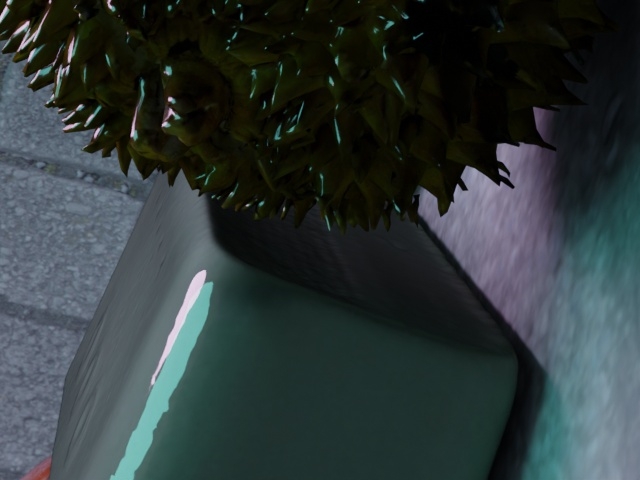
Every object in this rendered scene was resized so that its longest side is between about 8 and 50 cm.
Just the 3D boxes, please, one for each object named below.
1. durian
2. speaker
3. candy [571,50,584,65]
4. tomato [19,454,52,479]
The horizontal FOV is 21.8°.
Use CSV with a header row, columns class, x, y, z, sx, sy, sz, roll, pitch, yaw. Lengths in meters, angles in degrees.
class,x,y,z,sx,sy,sz,roll,pitch,yaw
durian,-0.008,-0.203,0.712,0.347,0.347,0.384,129,162,-68
speaker,-0.029,0.071,0.872,0.406,0.183,0.184,-115,45,-75
candy,0.112,-0.103,0.778,0.083,0.025,0.023,-110,6,-57
tomato,-0.163,0.282,1.191,0.270,0.227,0.270,-49,13,15
